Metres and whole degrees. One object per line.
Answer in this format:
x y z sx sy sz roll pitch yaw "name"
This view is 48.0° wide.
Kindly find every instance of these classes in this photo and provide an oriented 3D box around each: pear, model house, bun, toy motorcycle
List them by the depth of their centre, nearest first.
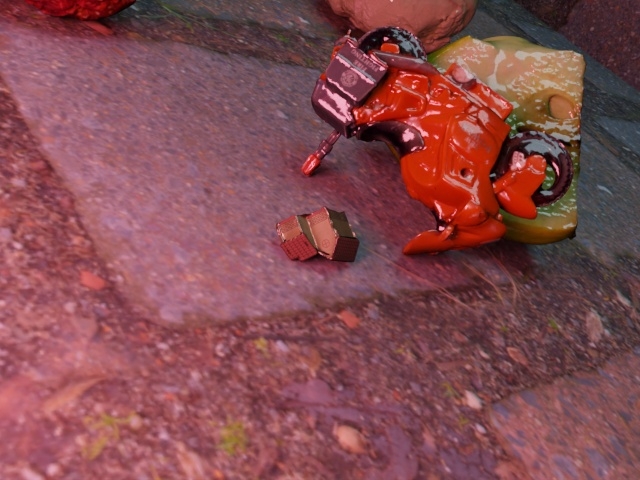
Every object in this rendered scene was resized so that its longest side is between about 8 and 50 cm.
0.000 0.000 0.766 0.083 0.057 0.058 8 60 -65 "model house"
0.121 -0.106 0.859 0.326 0.221 0.148 39 -6 8 "toy motorcycle"
0.214 -0.140 1.016 0.282 0.286 0.176 6 -9 -3 "pear"
0.173 -0.536 1.556 0.360 0.211 0.359 14 42 -13 "bun"

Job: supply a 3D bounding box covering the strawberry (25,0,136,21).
-0.297 -0.405 0.913 0.220 0.274 0.274 50 18 -33 "strawberry"
